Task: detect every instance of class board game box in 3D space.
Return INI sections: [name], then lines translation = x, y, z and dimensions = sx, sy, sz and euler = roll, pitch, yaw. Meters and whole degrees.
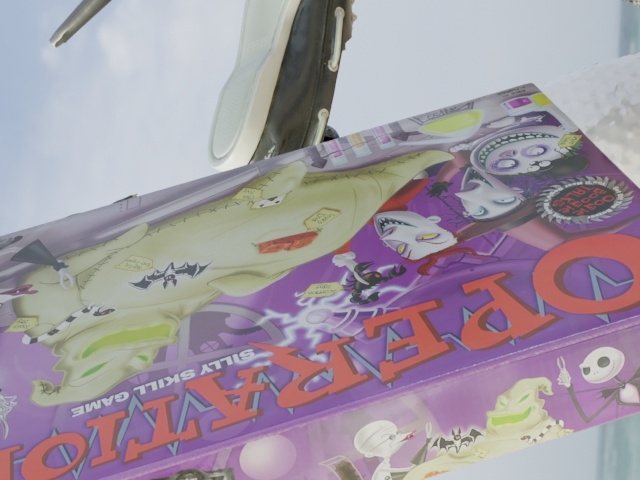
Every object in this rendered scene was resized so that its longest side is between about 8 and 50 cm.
[board game box]
translation = -0.042, 0.035, 0.476
dimensions = 0.208, 0.347, 0.056
euler = -112, 6, -57

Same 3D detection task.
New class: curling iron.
[curling iron]
translation = -0.232, -0.334, 1.487
dimensions = 0.274, 0.035, 0.068
euler = -43, -22, 2

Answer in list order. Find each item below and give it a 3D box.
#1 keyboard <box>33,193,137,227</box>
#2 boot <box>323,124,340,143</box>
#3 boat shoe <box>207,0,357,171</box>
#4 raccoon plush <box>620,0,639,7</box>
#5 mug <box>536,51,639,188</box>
[keyboard]
translation = -0.356, 0.006, 1.726
dimensions = 0.033, 0.317, 0.201
euler = 64, 156, 15
[boot]
translation = 0.000, 0.000, 1.404
dimensions = 0.246, 0.094, 0.207
euler = -82, -24, -50
[boat shoe]
translation = -0.018, -0.191, 1.103
dimensions = 0.114, 0.091, 0.302
euler = 6, 76, 61
[raccoon plush]
translation = 0.252, -0.254, 1.032
dimensions = 0.216, 0.447, 0.299
euler = 118, 137, -55
[mug]
translation = 0.391, -0.055, 1.493
dimensions = 0.276, 0.328, 0.374
euler = 78, -177, -61
